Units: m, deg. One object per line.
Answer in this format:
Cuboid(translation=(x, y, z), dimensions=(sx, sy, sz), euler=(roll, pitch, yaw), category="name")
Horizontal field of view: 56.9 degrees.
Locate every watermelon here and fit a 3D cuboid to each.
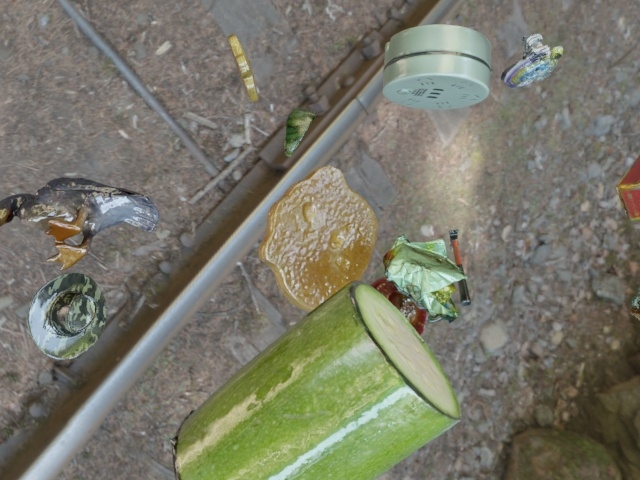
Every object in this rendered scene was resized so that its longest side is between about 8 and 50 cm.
Cuboid(translation=(-0.052, -0.349, 1.811), dimensions=(0.092, 0.075, 0.182), euler=(71, 35, -44), category="watermelon")

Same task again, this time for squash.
Cuboid(translation=(-0.012, 0.271, 0.926), dimensions=(0.384, 0.263, 0.263), euler=(-40, 126, 15), category="squash")

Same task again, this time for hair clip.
Cuboid(translation=(0.424, -0.356, 1.196), dimensions=(0.172, 0.116, 0.049), euler=(50, 28, -75), category="hair clip")

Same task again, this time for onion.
Cuboid(translation=(0.236, 0.226, 1.817), dimensions=(0.229, 0.163, 0.230), euler=(-1, 93, -24), category="onion")

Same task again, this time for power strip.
Cuboid(translation=(0.377, -0.533, 1.864), dimensions=(0.357, 0.357, 0.162), euler=(8, 83, -38), category="power strip")

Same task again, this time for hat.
Cuboid(translation=(-0.338, 0.103, 0.811), dimensions=(0.121, 0.050, 0.121), euler=(7, 80, -43), category="hat")

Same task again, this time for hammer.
Cuboid(translation=(0.414, 0.080, 1.758), dimensions=(0.111, 0.033, 0.288), euler=(73, 14, -44), category="hammer")

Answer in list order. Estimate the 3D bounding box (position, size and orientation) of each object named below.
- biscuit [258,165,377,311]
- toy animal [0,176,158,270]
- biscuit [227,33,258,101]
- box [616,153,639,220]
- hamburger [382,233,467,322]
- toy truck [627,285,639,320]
Cuboid(translation=(-0.001, 0.000, 1.719), dimensions=(0.365, 0.062, 0.385), euler=(50, 65, -24), category="biscuit")
Cuboid(translation=(-0.468, -0.049, 1.128), dimensions=(0.298, 0.185, 0.122), euler=(-14, 126, -17), category="toy animal")
Cuboid(translation=(-0.204, -0.460, 1.609), dimensions=(0.036, 0.225, 0.166), euler=(-23, 72, -4), category="biscuit")
Cuboid(translation=(0.763, -0.138, 1.125), dimensions=(0.197, 0.313, 0.089), euler=(-41, 110, -35), category="box")
Cuboid(translation=(0.301, 0.092, 1.613), dimensions=(0.150, 0.276, 0.260), euler=(-50, 172, 20), category="hamburger")
Cuboid(translation=(0.824, 0.128, 1.386), dimensions=(0.115, 0.080, 0.178), euler=(39, 80, -16), category="toy truck")
